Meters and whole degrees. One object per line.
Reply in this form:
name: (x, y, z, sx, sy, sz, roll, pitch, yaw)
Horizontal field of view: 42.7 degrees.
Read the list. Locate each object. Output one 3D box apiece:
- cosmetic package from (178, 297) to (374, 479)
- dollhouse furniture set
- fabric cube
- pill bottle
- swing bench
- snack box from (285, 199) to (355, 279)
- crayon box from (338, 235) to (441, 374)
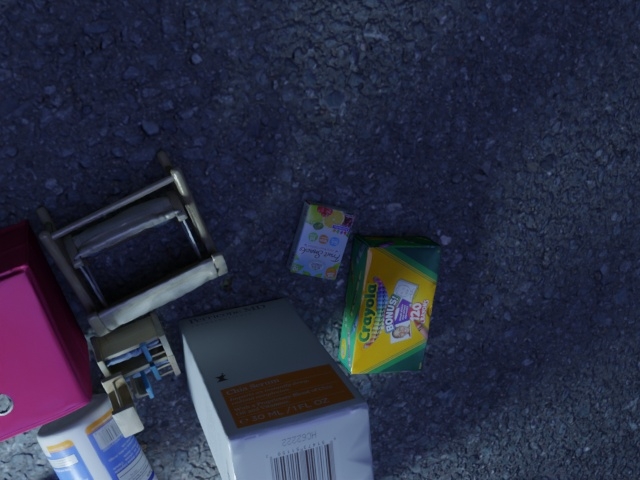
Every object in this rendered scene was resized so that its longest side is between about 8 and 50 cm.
cosmetic package: (-0.095, 0.271, 1.441, 0.230, 0.453, 0.161, -12, 111, -17)
dollhouse furniture set: (-0.319, 0.255, 1.487, 0.129, 0.183, 0.129, -22, 137, -11)
fabric cube: (-0.547, 0.155, 1.347, 0.254, 0.259, 0.258, -21, 113, -11)
pill bottle: (-0.397, 0.436, 1.526, 0.152, 0.152, 0.272, -27, 102, -10)
swing bench: (-0.321, 0.018, 1.437, 0.253, 0.165, 0.254, -28, 115, -10)
snack box: (0.000, 0.000, 1.617, 0.100, 0.037, 0.141, 12, 103, -22)
crayon box: (0.140, 0.131, 1.687, 0.165, 0.081, 0.278, 0, 107, -20)
